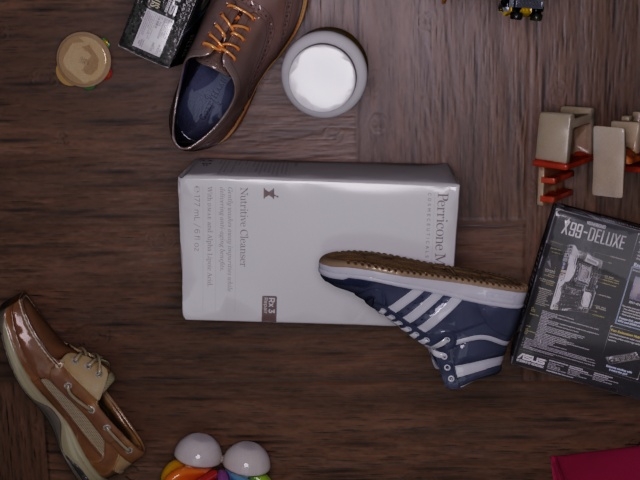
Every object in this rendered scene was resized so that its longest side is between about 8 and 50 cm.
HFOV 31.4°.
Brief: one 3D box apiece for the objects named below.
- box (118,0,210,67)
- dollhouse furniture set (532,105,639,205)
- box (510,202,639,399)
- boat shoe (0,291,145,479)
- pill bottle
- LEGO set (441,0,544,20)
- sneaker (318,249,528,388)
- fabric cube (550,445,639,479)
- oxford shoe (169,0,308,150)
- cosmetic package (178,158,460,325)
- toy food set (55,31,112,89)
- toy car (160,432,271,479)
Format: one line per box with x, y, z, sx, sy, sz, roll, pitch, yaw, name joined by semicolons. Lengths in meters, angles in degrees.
-0.197;-0.337;1.567;0.077;0.147;0.180;24;102;-2;box
0.430;-0.106;1.549;0.259;0.262;0.135;9;108;36;dollhouse furniture set
0.453;0.101;1.645;0.307;0.076;0.243;15;102;8;box
-0.370;0.217;1.722;0.120;0.122;0.324;-25;108;3;boat shoe
0.007;-0.229;1.548;0.117;0.208;0.118;1;102;3;pill bottle
0.210;-0.457;1.482;0.255;0.192;0.331;-14;110;-32;LEGO set
0.126;0.107;1.521;0.282;0.099;0.153;10;103;-4;sneaker
0.490;0.458;1.654;0.258;0.254;0.259;-7;103;6;fabric cube
-0.109;-0.281;1.563;0.130;0.133;0.364;23;109;1;oxford shoe
0.000;0.000;1.625;0.384;0.156;0.217;0;104;3;cosmetic package
-0.343;-0.262;1.656;0.082;0.020;0.083;10;102;1;toy food set
-0.160;0.390;1.730;0.182;0.136;0.159;10;102;1;toy car
